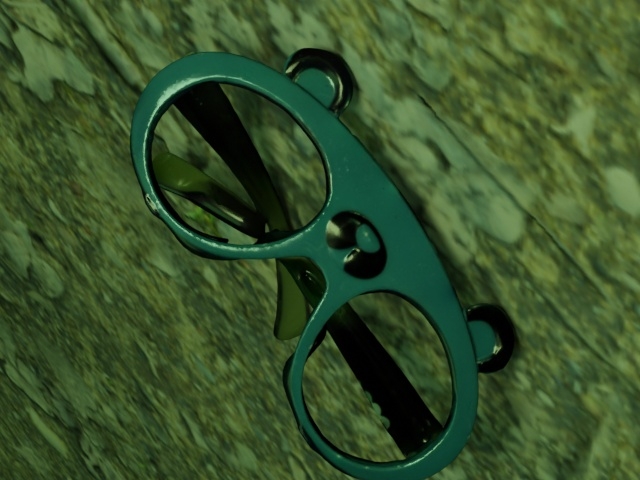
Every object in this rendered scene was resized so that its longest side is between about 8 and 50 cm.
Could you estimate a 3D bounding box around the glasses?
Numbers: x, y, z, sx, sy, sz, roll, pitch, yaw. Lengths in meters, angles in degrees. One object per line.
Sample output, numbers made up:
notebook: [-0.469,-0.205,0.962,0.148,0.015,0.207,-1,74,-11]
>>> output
glasses: [-0.027,0.021,1.000,0.239,0.102,0.207,55,153,-7]
